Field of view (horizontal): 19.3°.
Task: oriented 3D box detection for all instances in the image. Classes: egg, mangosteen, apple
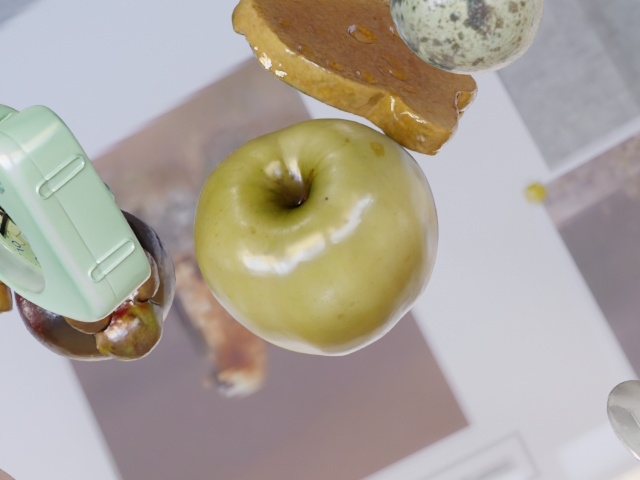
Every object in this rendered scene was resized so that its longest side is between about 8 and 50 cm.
[{"bbox_3d":[0.134,-0.212,1.677,0.132,0.132,0.172,-33,155,21],"label":"egg"},{"bbox_3d":[-0.272,0.051,2.271,0.209,0.210,0.210,-24,163,-8],"label":"mangosteen"},{"bbox_3d":[0.000,0.000,2.023,0.262,0.262,0.262,-24,163,-8],"label":"apple"}]

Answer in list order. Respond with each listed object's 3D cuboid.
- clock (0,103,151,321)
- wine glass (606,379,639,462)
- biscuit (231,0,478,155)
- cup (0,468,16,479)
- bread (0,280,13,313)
[{"bbox_3d":[-0.203,-0.028,1.249,0.060,0.148,0.188,-43,-146,-24],"label":"clock"},{"bbox_3d":[0.349,0.107,1.632,0.165,0.165,0.196,-8,140,-48],"label":"wine glass"},{"bbox_3d":[0.056,-0.196,2.182,0.343,0.287,0.057,-4,135,-51],"label":"biscuit"},{"bbox_3d":[-0.332,0.243,1.222,0.252,0.200,0.191,8,153,0],"label":"cup"},{"bbox_3d":[-0.389,0.028,1.566,0.133,0.174,0.251,-25,125,37],"label":"bread"}]
